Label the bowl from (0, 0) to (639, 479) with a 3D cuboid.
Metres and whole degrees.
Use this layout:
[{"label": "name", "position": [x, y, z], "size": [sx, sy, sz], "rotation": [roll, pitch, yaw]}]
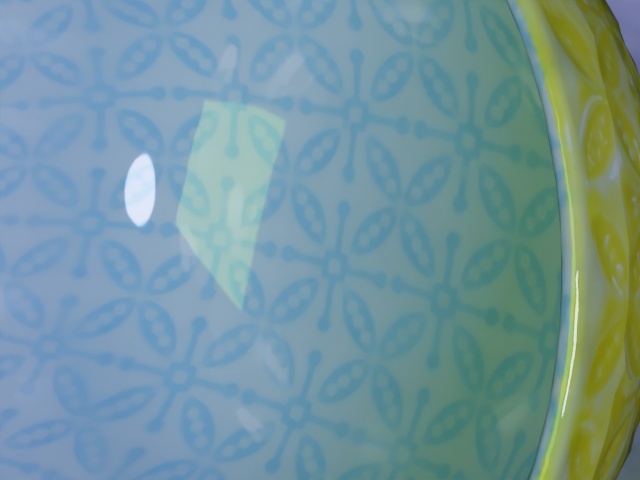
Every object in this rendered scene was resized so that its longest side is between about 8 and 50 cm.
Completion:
[{"label": "bowl", "position": [0.000, 0.000, 0.542], "size": [0.289, 0.156, 0.290], "rotation": [2, 93, 42]}]
